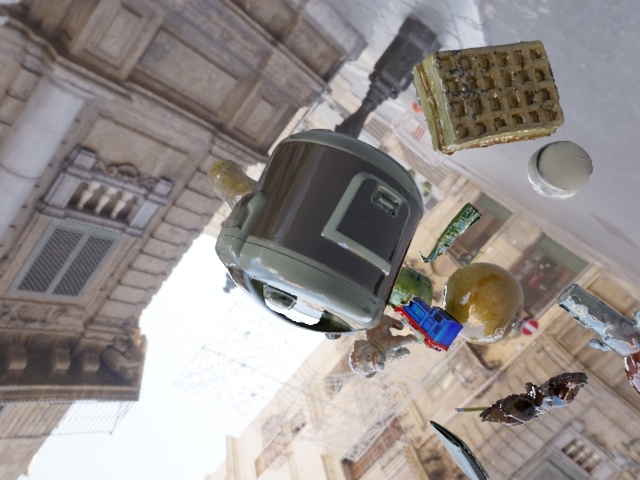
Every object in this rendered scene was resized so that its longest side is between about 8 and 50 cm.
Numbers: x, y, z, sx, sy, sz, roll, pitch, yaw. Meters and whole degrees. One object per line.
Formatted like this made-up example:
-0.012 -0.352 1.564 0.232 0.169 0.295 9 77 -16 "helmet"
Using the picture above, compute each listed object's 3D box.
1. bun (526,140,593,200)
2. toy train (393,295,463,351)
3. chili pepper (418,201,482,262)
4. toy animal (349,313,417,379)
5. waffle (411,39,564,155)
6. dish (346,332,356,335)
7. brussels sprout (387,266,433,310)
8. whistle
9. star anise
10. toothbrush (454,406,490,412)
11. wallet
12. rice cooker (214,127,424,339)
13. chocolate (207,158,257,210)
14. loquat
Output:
0.682 -0.196 1.395 0.173 0.173 0.120 41 168 8 "bun"
0.324 0.246 1.459 0.083 0.131 0.204 26 -168 -32 "toy train"
0.523 -0.015 1.989 0.076 0.359 0.085 -23 -111 -48 "chili pepper"
0.122 0.263 1.242 0.185 0.104 0.184 -28 -131 -35 "toy animal"
0.441 -0.369 1.252 0.114 0.376 0.261 163 92 -69 "waffle"
0.115 0.195 1.537 0.064 0.154 0.234 26 -135 -29 "dish"
0.405 0.235 2.276 0.259 0.227 0.294 32 176 -23 "brussels sprout"
0.634 0.217 0.953 0.346 0.133 0.142 39 158 10 "whistle"
0.543 0.404 1.218 0.288 0.288 0.088 22 -144 -52 "star anise"
0.631 0.630 1.794 0.288 0.024 0.021 2 -167 -15 "toothbrush"
0.464 0.706 1.603 0.236 0.055 0.160 58 162 -25 "wallet"
0.000 0.000 0.882 0.335 0.325 0.335 24 166 6 "rice cooker"
-0.249 -0.154 1.510 0.134 0.134 0.309 23 -164 -50 "chocolate"
0.506 0.196 1.502 0.263 0.263 0.263 37 -167 -10 "loquat"
